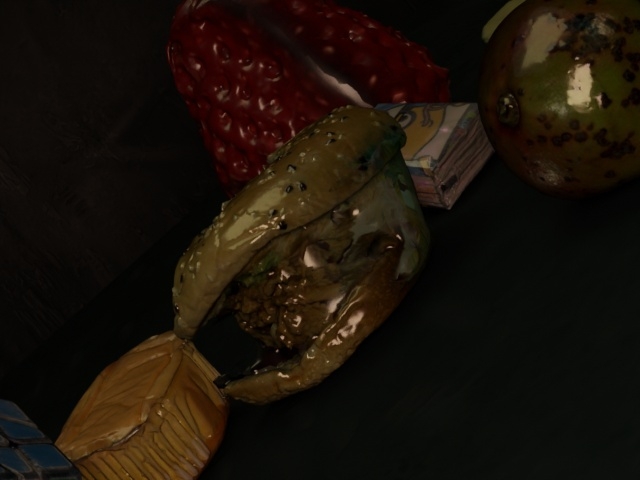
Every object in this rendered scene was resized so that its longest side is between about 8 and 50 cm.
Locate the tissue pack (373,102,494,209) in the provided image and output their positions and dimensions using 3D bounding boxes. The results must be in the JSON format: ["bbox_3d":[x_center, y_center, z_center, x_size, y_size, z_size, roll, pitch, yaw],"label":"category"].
[{"bbox_3d":[0.097,-0.093,1.292,0.155,0.065,0.115,8,46,43],"label":"tissue pack"}]

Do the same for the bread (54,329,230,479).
[{"bbox_3d":[-0.156,0.174,1.122,0.132,0.114,0.190,-26,24,23],"label":"bread"}]

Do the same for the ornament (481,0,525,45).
[{"bbox_3d":[0.313,-0.313,1.618,0.180,0.059,0.201,-41,13,-8],"label":"ornament"}]

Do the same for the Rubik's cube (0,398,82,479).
[{"bbox_3d":[-0.327,0.258,0.937,0.319,0.319,0.264,-115,48,-80],"label":"Rubik's cube"}]

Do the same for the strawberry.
[{"bbox_3d":[-0.030,-0.188,1.516,0.295,0.345,0.317,-48,12,-30],"label":"strawberry"}]

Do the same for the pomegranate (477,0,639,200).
[{"bbox_3d":[0.209,-0.112,0.916,0.205,0.159,0.159,-17,-9,-42],"label":"pomegranate"}]

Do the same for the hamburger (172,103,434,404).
[{"bbox_3d":[0.000,0.000,1.099,0.192,0.168,0.288,-34,12,47],"label":"hamburger"}]

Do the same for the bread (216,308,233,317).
[{"bbox_3d":[-0.129,0.077,1.624,0.083,0.047,0.036,-32,44,50],"label":"bread"}]
